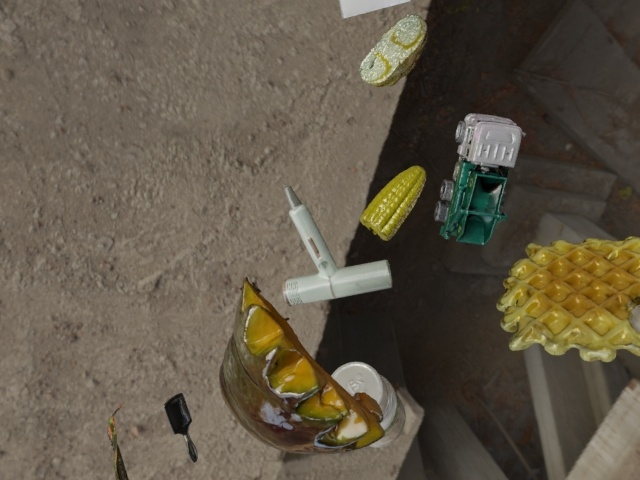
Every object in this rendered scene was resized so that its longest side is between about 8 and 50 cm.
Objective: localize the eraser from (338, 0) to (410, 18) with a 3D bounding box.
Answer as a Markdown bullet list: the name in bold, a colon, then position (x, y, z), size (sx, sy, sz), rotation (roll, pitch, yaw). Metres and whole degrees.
- **eraser**: position (0.105, -0.526, 1.055), size (0.150, 0.023, 0.104), rotation (-5, 118, 21)

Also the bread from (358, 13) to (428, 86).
- **bread**: position (0.155, -0.370, 1.051), size (0.157, 0.083, 0.094), rotation (-38, 161, 5)

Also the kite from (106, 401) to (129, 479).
- **kite**: position (-0.036, 0.233, 0.196), size (0.016, 0.321, 0.234), rotation (-16, 146, -18)

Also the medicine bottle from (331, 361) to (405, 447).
- **medicine bottle**: position (0.099, 0.350, 1.101), size (0.139, 0.139, 0.237), rotation (-31, 143, -2)

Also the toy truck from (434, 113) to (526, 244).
- **toy truck**: position (0.266, -0.093, 0.851), size (0.110, 0.116, 0.216), rotation (9, 110, -1)

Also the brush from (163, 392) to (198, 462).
- **brush**: position (-0.358, 0.498, 1.357), size (0.062, 0.016, 0.194), rotation (-28, 108, -45)

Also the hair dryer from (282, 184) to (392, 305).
- **hair dryer**: position (0.007, -0.003, 0.709), size (0.154, 0.044, 0.183), rotation (-11, 110, 9)

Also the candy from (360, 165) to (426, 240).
- **candy**: position (0.187, -0.101, 1.266), size (0.094, 0.106, 0.199), rotation (36, 90, 1)

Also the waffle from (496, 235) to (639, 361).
- **waffle**: position (0.392, 0.078, 0.766), size (0.249, 0.261, 0.056), rotation (-4, 127, 29)

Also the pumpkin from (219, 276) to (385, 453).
- **pumpkin**: position (-0.040, 0.182, 0.546), size (0.149, 0.130, 0.254), rotation (-36, 119, 8)
